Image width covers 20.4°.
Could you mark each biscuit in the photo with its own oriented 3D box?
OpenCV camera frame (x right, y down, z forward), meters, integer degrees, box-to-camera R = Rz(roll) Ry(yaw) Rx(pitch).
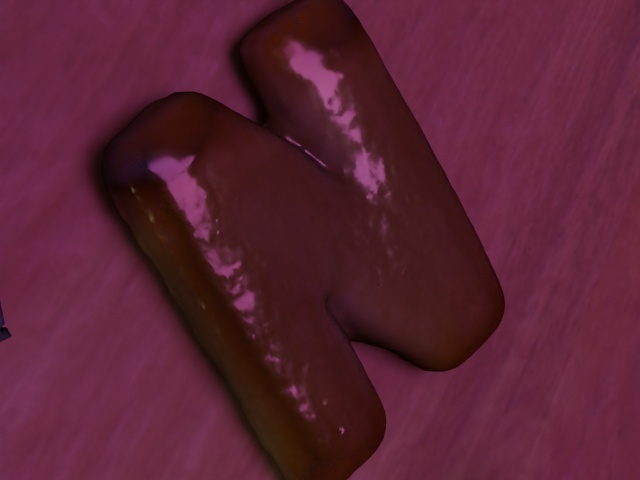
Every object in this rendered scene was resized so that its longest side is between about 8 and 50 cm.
[{"bbox_3d":[0.000,0.000,1.210,0.237,0.062,0.291,-39,111,-32],"label":"biscuit"}]

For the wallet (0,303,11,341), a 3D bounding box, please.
[{"bbox_3d":[-0.250,-0.047,0.983,0.176,0.075,0.250,-29,107,-73],"label":"wallet"}]
